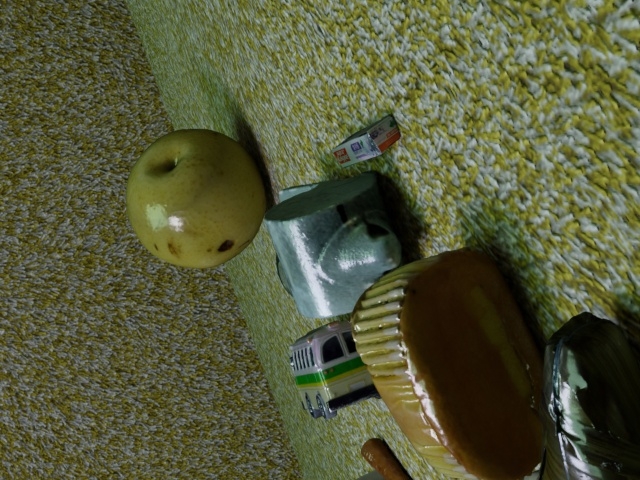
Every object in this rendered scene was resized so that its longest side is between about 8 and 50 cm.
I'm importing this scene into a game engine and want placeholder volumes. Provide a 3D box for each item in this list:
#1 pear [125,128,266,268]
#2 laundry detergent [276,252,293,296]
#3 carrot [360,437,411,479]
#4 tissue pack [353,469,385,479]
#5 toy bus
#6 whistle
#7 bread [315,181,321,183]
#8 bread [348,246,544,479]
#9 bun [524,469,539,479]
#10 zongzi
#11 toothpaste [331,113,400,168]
[{"bbox_3d":[-0.295,-0.098,2.170,0.348,0.348,0.348,158,90,-76],"label":"pear"},{"bbox_3d":[-0.031,0.080,1.974,0.221,0.078,0.144,-151,44,-70],"label":"laundry detergent"},{"bbox_3d":[0.161,0.505,1.957,0.224,0.057,0.057,41,150,55],"label":"carrot"},{"bbox_3d":[0.143,0.668,2.081,0.246,0.136,0.159,68,166,-1],"label":"tissue pack"},{"bbox_3d":[0.027,0.265,1.902,0.305,0.143,0.179,135,115,-76],"label":"toy bus"},{"bbox_3d":[0.026,-0.013,1.481,0.405,0.188,0.168,-94,-15,-75],"label":"whistle"},{"bbox_3d":[0.012,-0.043,1.707,0.126,0.044,0.129,-160,53,-70],"label":"bread"},{"bbox_3d":[0.178,0.155,1.113,0.156,0.204,0.288,-23,91,58],"label":"bread"},{"bbox_3d":[0.300,0.359,1.079,0.166,0.113,0.173,139,134,-73],"label":"bun"},{"bbox_3d":[0.305,0.204,0.858,0.242,0.112,0.221,36,145,52],"label":"zongzi"},{"bbox_3d":[0.067,-0.145,1.353,0.040,0.047,0.196,55,167,-7],"label":"toothpaste"}]
